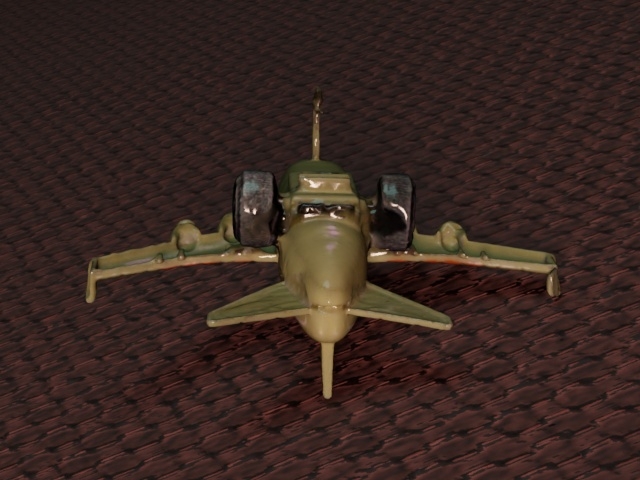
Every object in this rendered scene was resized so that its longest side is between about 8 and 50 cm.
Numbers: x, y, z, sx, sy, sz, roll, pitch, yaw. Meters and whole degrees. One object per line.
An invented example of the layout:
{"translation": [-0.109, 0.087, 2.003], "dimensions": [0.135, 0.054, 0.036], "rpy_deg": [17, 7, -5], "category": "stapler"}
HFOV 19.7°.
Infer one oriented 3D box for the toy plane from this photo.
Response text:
{"translation": [0.000, 0.000, 0.981], "dimensions": [0.242, 0.104, 0.256], "rpy_deg": [-1, 26, -2], "category": "toy plane"}
